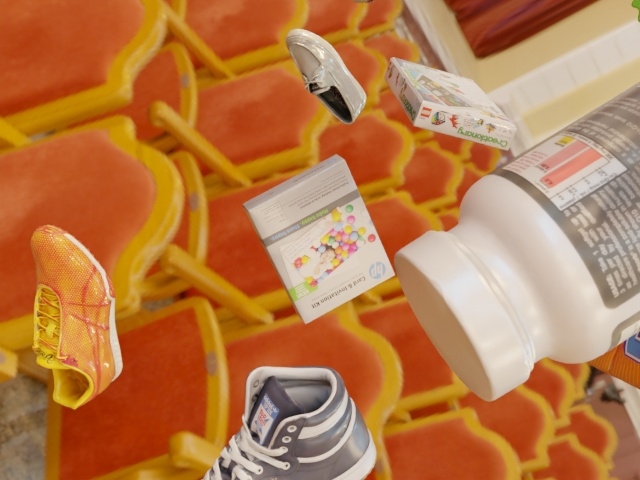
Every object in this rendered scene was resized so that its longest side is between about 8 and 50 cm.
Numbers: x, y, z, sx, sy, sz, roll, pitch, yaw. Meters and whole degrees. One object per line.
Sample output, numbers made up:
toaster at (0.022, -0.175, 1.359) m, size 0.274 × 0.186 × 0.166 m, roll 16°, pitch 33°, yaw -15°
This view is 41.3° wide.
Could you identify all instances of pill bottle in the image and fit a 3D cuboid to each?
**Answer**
pill bottle at (0.270, -0.008, 0.846) m, size 0.210 × 0.363 × 0.210 m, roll 58°, pitch -7°, yaw 12°

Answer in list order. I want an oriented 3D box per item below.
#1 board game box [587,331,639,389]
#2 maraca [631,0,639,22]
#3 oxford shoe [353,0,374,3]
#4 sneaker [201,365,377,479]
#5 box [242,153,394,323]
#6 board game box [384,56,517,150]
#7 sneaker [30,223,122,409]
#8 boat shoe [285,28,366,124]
board game box at (0.742, 0.134, 1.576) m, size 0.357 × 0.356 × 0.356 m, roll 19°, pitch 2°, yaw -14°
maraca at (0.660, -0.489, 1.589) m, size 0.099 × 0.185 × 0.127 m, roll 2°, pitch 27°, yaw -48°
oxford shoe at (0.089, -0.359, 1.048) m, size 0.123 × 0.348 × 0.130 m, roll -50°, pitch 148°, yaw -53°
sneaker at (-0.078, 0.232, 0.844) m, size 0.099 × 0.282 × 0.153 m, roll 38°, pitch -27°, yaw 46°
box at (0.000, 0.000, 1.143) m, size 0.186 × 0.145 × 0.038 m, roll 66°, pitch -8°, yaw -25°
board game box at (0.247, -0.274, 1.672) m, size 0.193 × 0.053 × 0.305 m, roll 13°, pitch 25°, yaw -13°
sneaker at (-0.206, 0.068, 0.699) m, size 0.067 × 0.064 × 0.175 m, roll -46°, pitch 139°, yaw -46°
boat shoe at (0.008, -0.322, 1.698) m, size 0.227 × 0.079 × 0.081 m, roll 43°, pitch 51°, yaw -31°
